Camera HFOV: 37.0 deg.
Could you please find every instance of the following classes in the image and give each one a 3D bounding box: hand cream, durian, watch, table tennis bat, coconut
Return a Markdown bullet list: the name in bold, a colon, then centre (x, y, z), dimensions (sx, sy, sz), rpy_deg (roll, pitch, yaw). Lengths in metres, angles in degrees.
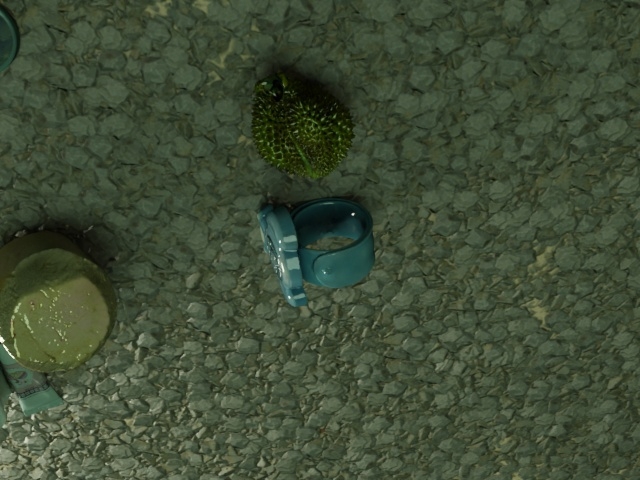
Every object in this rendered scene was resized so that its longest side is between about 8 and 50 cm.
- **hand cream**: centre (-0.626, 0.245, 1.978), dimensions (0.085, 0.058, 0.331), rpy_deg (-21, 134, -10)
- **durian**: centre (-0.039, -0.195, 1.630), dimensions (0.198, 0.146, 0.159), rpy_deg (31, 120, -9)
- **watch**: centre (0.000, 0.000, 1.774), dimensions (0.193, 0.211, 0.210), rpy_deg (-16, 129, -11)
- **table tennis bat**: centre (-0.585, -0.357, 1.517), dimensions (0.149, 0.038, 0.237), rpy_deg (-25, 129, 15)
- **coconut**: centre (-0.508, 0.112, 1.771), dimensions (0.239, 0.244, 0.239), rpy_deg (-9, 108, -27)

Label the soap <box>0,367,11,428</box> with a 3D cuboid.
- **soap**: centre (-0.770, 0.255, 1.920), dimensions (0.208, 0.115, 0.346), rpy_deg (-11, 128, -5)
